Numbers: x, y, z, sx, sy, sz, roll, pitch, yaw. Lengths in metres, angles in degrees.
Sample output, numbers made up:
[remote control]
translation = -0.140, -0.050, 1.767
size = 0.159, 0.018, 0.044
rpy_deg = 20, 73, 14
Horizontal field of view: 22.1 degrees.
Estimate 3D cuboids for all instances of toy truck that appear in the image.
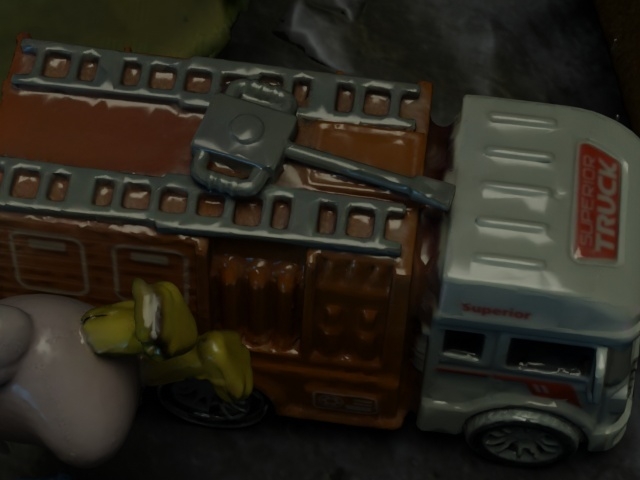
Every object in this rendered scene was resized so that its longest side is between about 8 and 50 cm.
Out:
[toy truck]
translation = 0.000, 0.000, 0.937
size = 0.387, 0.207, 0.173
rpy_deg = 7, 59, 2

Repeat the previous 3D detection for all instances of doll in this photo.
[doll]
translation = -0.225, 0.077, 0.880
size = 0.365, 0.160, 0.094
rpy_deg = -2, 69, 21

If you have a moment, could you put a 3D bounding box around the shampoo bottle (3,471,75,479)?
[shampoo bottle]
translation = -0.260, 0.165, 0.895
size = 0.258, 0.104, 0.061
rpy_deg = -5, 90, -5

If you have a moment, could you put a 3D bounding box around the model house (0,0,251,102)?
[model house]
translation = -0.214, -0.247, 1.081
size = 0.321, 0.261, 0.266
rpy_deg = 8, 39, -21

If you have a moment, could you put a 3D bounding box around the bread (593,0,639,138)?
[bread]
translation = 0.247, -0.139, 1.027
size = 0.113, 0.165, 0.416
rpy_deg = -26, 63, 31
